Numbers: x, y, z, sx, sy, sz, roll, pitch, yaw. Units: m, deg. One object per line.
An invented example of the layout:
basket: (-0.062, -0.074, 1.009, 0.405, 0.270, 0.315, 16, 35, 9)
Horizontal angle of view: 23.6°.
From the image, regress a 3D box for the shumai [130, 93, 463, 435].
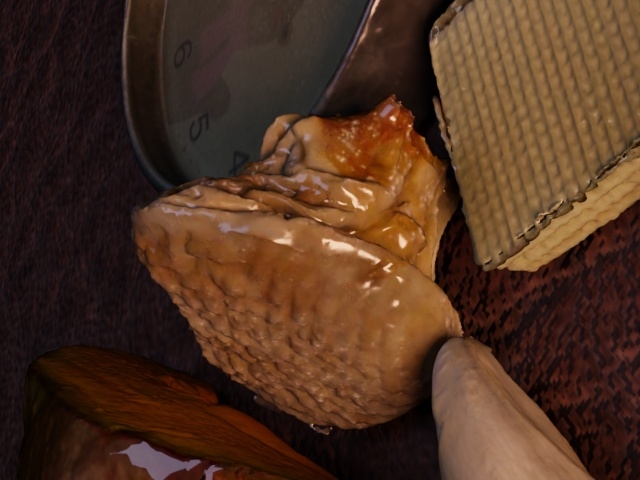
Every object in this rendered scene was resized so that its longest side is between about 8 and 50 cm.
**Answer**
shumai: (0.004, 0.001, 0.631, 0.145, 0.145, 0.116, -26, 34, 51)

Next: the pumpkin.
pumpkin: (-0.068, 0.152, 0.649, 0.312, 0.148, 0.169, 21, 92, 62)

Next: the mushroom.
mushroom: (0.086, 0.102, 0.494, 0.071, 0.084, 0.209, -48, 34, 5)

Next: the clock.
clock: (-0.015, -0.142, 0.756, 0.280, 0.055, 0.280, -27, 57, 51)

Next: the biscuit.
biscuit: (0.116, -0.083, 0.546, 0.199, 0.041, 0.121, -41, 50, 43)
